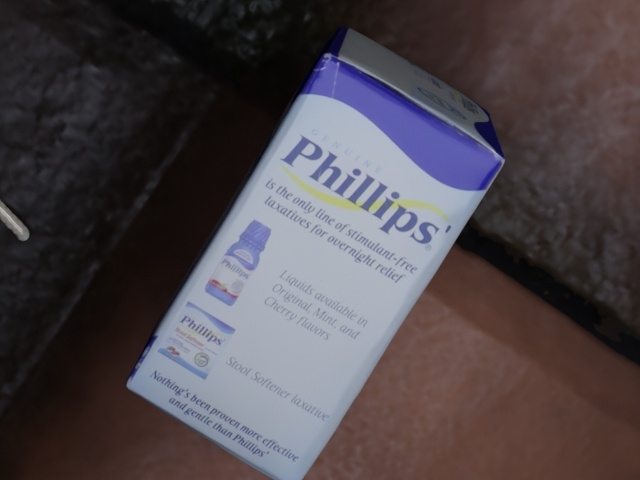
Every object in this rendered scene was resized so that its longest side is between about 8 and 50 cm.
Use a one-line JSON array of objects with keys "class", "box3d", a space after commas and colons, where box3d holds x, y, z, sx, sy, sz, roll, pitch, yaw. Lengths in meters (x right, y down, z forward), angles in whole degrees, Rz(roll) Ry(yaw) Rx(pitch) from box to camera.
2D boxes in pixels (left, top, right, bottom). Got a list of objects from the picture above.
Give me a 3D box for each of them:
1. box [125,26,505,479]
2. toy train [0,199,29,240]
[{"class": "box", "box3d": [0.000, 0.000, 0.655, 0.072, 0.126, 0.137, 32, 101, -4]}, {"class": "toy train", "box3d": [-0.176, -0.094, 0.629, 0.105, 0.143, 0.248, -29, 100, 8]}]
